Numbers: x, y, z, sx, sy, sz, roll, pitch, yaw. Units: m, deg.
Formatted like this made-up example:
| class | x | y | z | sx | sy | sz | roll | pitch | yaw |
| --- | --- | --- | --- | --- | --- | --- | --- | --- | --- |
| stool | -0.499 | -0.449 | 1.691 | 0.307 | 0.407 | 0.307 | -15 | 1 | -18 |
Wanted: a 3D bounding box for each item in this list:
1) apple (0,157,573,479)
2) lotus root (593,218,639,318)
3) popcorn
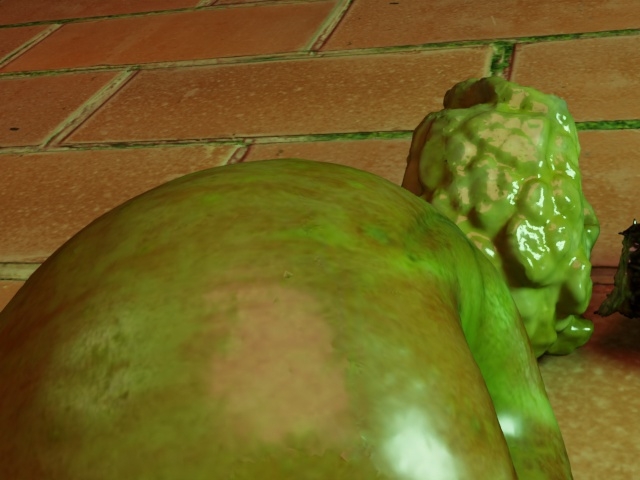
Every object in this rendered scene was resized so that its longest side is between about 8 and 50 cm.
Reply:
| class | x | y | z | sx | sy | sz | roll | pitch | yaw |
| --- | --- | --- | --- | --- | --- | --- | --- | --- | --- |
| apple | -0.030 | 0.129 | 0.479 | 0.339 | 0.340 | 0.340 | -8 | 30 | 5 |
| lotus root | 0.381 | 0.016 | 0.707 | 0.314 | 0.141 | 0.169 | 2 | 36 | 12 |
| popcorn | 0.154 | -0.032 | 0.783 | 0.173 | 0.225 | 0.286 | 1 | 34 | 13 |
